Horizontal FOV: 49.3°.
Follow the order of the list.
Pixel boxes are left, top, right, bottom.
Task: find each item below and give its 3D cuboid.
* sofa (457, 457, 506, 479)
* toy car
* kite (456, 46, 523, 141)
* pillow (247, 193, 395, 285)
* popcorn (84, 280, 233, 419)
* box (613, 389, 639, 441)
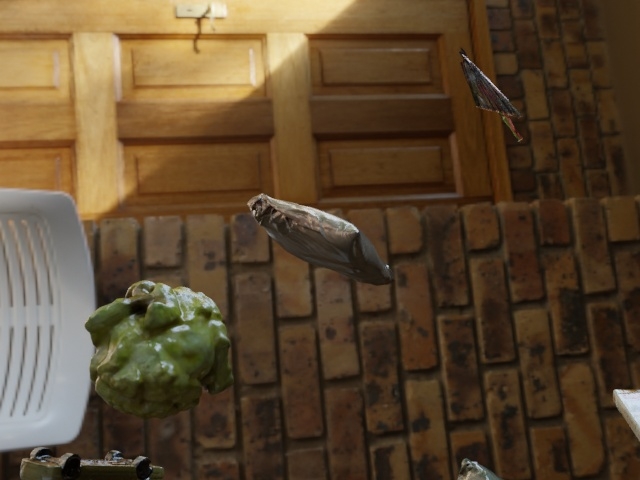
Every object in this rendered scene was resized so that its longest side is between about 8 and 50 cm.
[{"bbox_3d":[0.145,0.351,0.611,0.225,0.210,0.176,-49,-157,20],"label":"sofa"},{"bbox_3d":[-0.396,0.430,1.206,0.257,0.101,0.124,26,66,-52],"label":"toy car"},{"bbox_3d":[0.271,-0.235,1.122,0.183,0.014,0.241,52,4,-9],"label":"kite"},{"bbox_3d":[0.000,0.000,1.086,0.270,0.067,0.173,21,-16,43],"label":"pillow"},{"bbox_3d":[-0.266,0.186,1.181,0.195,0.255,0.256,-38,-169,45],"label":"popcorn"},{"bbox_3d":[0.603,0.318,1.216,0.220,0.122,0.032,-63,150,-75],"label":"box"}]
